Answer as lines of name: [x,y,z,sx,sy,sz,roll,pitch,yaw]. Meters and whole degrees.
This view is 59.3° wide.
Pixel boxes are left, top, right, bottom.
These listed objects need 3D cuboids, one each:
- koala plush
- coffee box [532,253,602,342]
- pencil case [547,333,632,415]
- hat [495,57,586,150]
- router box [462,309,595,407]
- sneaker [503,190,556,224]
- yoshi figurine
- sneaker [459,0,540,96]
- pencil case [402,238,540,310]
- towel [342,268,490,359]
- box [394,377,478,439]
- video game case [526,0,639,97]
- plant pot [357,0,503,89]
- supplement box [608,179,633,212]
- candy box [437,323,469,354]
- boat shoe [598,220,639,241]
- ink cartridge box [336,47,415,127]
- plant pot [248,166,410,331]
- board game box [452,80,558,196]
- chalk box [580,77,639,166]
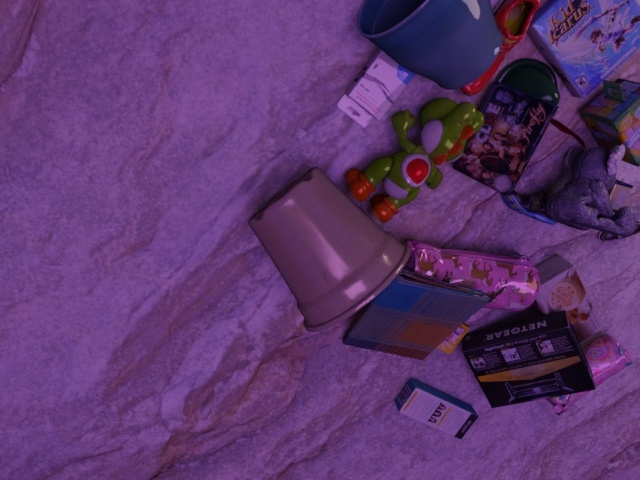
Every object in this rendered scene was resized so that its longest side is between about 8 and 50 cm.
koala plush: [0.704,-0.145,1.466,0.203,0.196,0.221,14,93,-22]
coffee box: [0.703,0.184,1.650,0.141,0.098,0.247,-31,111,4]
pencil case: [0.815,0.414,1.740,0.284,0.124,0.124,-40,110,6]
hat: [0.556,-0.351,1.388,0.208,0.183,0.173,17,106,-13]
router box: [0.605,0.355,1.649,0.308,0.081,0.243,-20,114,26]
sneaker: [0.584,-0.105,1.553,0.188,0.067,0.078,20,94,-17]
yoshi figurine: [0.243,-0.225,1.428,0.362,0.203,0.203,-39,70,22]
sneaker: [0.423,-0.480,1.358,0.107,0.118,0.279,26,104,-15]
pencil case: [0.394,0.095,1.545,0.385,0.160,0.167,7,83,-10]
towel: [0.246,0.214,1.537,0.271,0.040,0.370,14,140,-13]
box: [0.360,0.522,1.746,0.244,0.060,0.101,28,104,-16]
video game case: [0.684,-0.540,1.404,0.269,0.061,0.244,-43,109,9]
plant pot: [0.268,-0.487,1.269,0.255,0.272,0.272,35,102,-32]
supplement box: [0.800,-0.128,1.558,0.056,0.083,0.083,13,107,-12]
candy box: [0.330,0.253,1.662,0.205,0.027,0.105,28,107,-16]
boat shoe: [0.872,-0.025,1.630,0.125,0.038,0.046,-16,111,-2]
ink cartridge box: [0.134,-0.372,1.388,0.104,0.060,0.180,34,102,-18]
plant pot: [0.000,0.000,1.391,0.333,0.334,0.305,-37,100,6]
board game box: [0.462,-0.257,1.425,0.165,0.042,0.243,32,113,24]
chalk box: [0.780,-0.320,1.446,0.132,0.132,0.213,-43,117,8]
